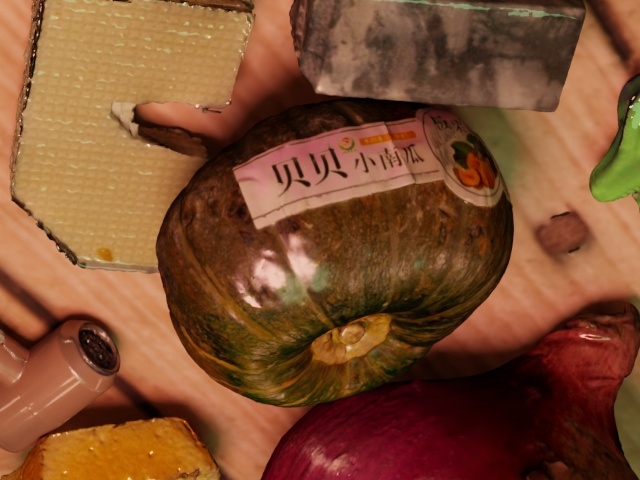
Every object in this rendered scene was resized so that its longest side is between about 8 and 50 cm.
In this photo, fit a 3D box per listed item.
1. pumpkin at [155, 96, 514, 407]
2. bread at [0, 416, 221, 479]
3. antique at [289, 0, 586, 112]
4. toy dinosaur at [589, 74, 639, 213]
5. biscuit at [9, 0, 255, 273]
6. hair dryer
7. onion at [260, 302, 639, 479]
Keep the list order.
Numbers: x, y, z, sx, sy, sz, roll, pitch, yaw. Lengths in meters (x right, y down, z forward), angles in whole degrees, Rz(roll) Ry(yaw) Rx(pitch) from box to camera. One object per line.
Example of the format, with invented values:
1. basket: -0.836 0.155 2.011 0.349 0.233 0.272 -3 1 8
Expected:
1. pumpkin: -0.001 -0.003 1.337 0.260 0.189 0.260 -19 152 -10
2. bread: -0.162 0.189 1.528 0.187 0.065 0.103 -7 154 -24
3. antique: 0.073 -0.149 1.277 0.183 0.088 0.086 3 131 -13
4. toy dinosaur: 0.456 -0.166 1.332 0.374 0.144 0.500 21 124 -11
5. biscuit: -0.138 -0.080 1.333 0.147 0.046 0.250 3 131 -14
6. hair dryer: -0.252 0.079 1.454 0.117 0.064 0.181 -37 123 24
7. onion: 0.140 0.208 1.508 0.348 0.348 0.385 40 77 -36
